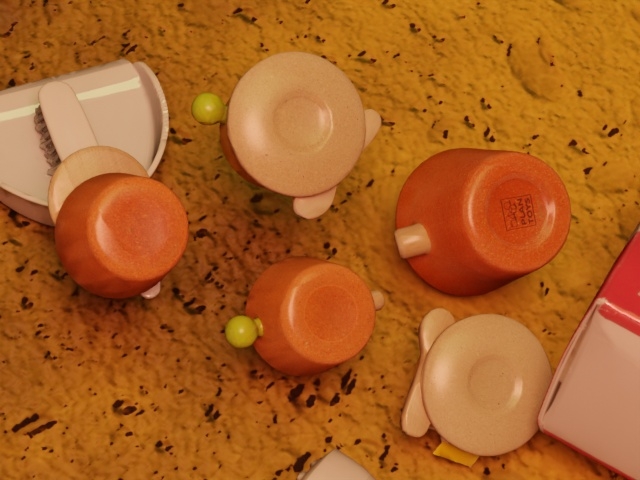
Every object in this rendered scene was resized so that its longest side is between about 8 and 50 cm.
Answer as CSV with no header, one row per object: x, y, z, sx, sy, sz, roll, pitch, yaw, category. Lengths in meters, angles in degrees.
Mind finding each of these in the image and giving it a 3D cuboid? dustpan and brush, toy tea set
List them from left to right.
-0.147,-0.038,1.200,0.147,0.060,0.211,-16,62,-20,dustpan and brush
0.000,0.000,1.157,0.336,0.124,0.200,23,79,-17,toy tea set

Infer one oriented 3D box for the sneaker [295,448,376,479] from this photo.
-0.024,0.260,0.863,0.150,0.135,0.366,34,47,-4,sneaker

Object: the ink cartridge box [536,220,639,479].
0.300,0.036,1.150,0.226,0.131,0.306,27,47,12,ink cartridge box
